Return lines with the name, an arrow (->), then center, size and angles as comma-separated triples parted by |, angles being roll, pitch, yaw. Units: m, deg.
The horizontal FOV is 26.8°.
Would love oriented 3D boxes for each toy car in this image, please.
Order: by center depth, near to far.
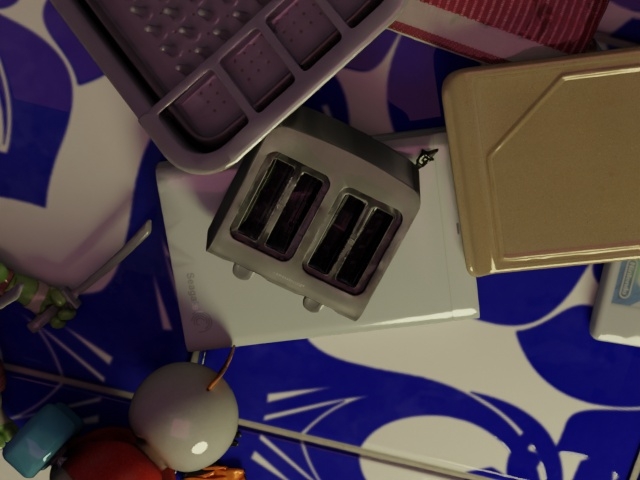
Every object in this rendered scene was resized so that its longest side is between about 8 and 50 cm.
toy car -> -0.162, 0.204, 1.390 | 0.219, 0.210, 0.238 | 43, 82, 0

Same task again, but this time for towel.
towel -> 0.187, -0.329, 1.254 | 0.237, 0.037, 0.329 | 19, 107, -5

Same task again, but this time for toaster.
toaster -> 0.000, -0.033, 1.284 | 0.168, 0.110, 0.185 | 26, 107, -9

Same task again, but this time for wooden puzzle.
wooden puzzle -> 0.248, -0.078, 1.307 | 0.239, 0.044, 0.221 | -8, 115, 6

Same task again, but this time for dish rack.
dish rack -> -0.095, -0.255, 1.220 | 0.285, 0.072, 0.333 | -41, 77, 14

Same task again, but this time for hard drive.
hard drive -> 0.000, 0.000, 1.375 | 0.307, 0.040, 0.203 | -7, 108, 3

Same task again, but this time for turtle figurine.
turtle figurine -> -0.332, 0.105, 1.336 | 0.275, 0.198, 0.266 | 9, 113, 2

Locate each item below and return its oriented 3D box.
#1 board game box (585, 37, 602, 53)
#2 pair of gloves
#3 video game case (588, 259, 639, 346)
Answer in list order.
board game box -> 0.246, -0.155, 1.328 | 0.090, 0.020, 0.090 | -35, 105, 12
pair of gloves -> -0.120, 0.237, 1.473 | 0.074, 0.010, 0.083 | -4, 106, 4
video game case -> 0.455, -0.029, 1.359 | 0.300, 0.036, 0.329 | 9, 109, -2
